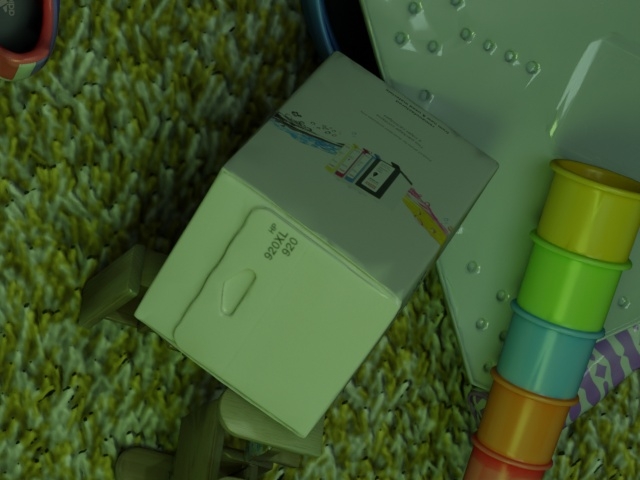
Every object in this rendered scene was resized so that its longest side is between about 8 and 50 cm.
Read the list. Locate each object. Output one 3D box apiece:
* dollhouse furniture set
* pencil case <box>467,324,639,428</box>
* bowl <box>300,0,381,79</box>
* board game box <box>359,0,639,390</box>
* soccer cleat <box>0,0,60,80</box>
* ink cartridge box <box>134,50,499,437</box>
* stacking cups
[{"bbox_3d":[-0.116,0.149,1.591,0.161,0.212,0.242,17,64,-24],"label":"dollhouse furniture set"},{"bbox_3d":[0.232,0.118,1.792,0.206,0.086,0.088,-32,146,-15],"label":"pencil case"},{"bbox_3d":[0.160,-0.245,1.720,0.391,0.077,0.391,-3,97,-21],"label":"bowl"},{"bbox_3d":[0.247,-0.116,1.688,0.390,0.050,0.390,-23,113,-14],"label":"board game box"},{"bbox_3d":[-0.255,-0.283,1.527,0.109,0.116,0.318,-9,100,-21],"label":"soccer cleat"},{"bbox_3d":[0.000,0.000,1.533,0.168,0.232,0.171,36,127,3],"label":"ink cartridge box"},{"bbox_3d":[0.189,0.093,1.649,0.096,0.096,0.316,14,101,-23],"label":"stacking cups"}]
